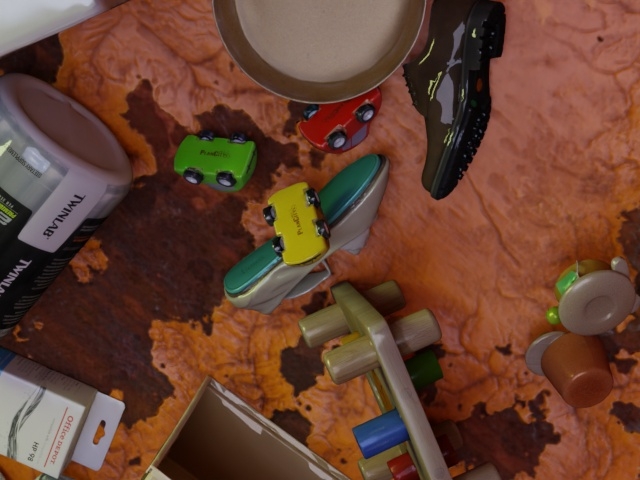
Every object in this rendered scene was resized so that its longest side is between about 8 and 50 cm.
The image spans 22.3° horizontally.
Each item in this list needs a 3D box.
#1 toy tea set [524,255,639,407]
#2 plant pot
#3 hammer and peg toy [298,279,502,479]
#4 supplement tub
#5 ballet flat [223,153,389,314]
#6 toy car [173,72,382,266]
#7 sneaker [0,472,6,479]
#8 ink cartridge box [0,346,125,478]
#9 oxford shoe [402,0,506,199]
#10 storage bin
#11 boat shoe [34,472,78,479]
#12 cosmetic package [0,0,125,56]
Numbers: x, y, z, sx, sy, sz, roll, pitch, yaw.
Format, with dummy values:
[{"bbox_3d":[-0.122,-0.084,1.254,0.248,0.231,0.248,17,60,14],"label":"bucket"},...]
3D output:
[{"bbox_3d":[0.352,0.034,1.776,0.336,0.124,0.200,-35,127,12],"label":"toy tea set"},{"bbox_3d":[0.000,-0.266,1.755,0.236,0.032,0.236,1,98,10],"label":"plant pot"},{"bbox_3d":[0.108,0.227,1.769,0.127,0.266,0.361,-24,100,-5],"label":"hammer and peg toy"},{"bbox_3d":[-0.373,-0.015,1.808,0.193,0.193,0.316,40,107,-4],"label":"supplement tub"},{"bbox_3d":[0.000,0.000,1.825,0.248,0.086,0.086,-38,97,17],"label":"ballet flat"},{"bbox_3d":[-0.055,-0.079,1.791,0.225,0.053,0.239,8,65,28],"label":"toy car"},{"bbox_3d":[-0.478,0.372,1.961,0.236,0.130,0.322,-37,103,12],"label":"sneaker"},{"bbox_3d":[-0.337,0.210,1.932,0.180,0.060,0.104,23,107,2],"label":"ink cartridge box"},{"bbox_3d":[0.135,-0.157,1.763,0.096,0.083,0.227,16,107,23],"label":"oxford shoe"},{"bbox_3d":[-0.083,0.316,1.819,0.260,0.262,0.123,36,108,-2],"label":"storage bin"},{"bbox_3d":[-0.246,0.403,1.950,0.302,0.109,0.094,43,109,-7],"label":"boat shoe"},{"bbox_3d":[-0.400,-0.368,1.643,0.327,0.329,0.393,-22,102,13],"label":"cosmetic package"}]
